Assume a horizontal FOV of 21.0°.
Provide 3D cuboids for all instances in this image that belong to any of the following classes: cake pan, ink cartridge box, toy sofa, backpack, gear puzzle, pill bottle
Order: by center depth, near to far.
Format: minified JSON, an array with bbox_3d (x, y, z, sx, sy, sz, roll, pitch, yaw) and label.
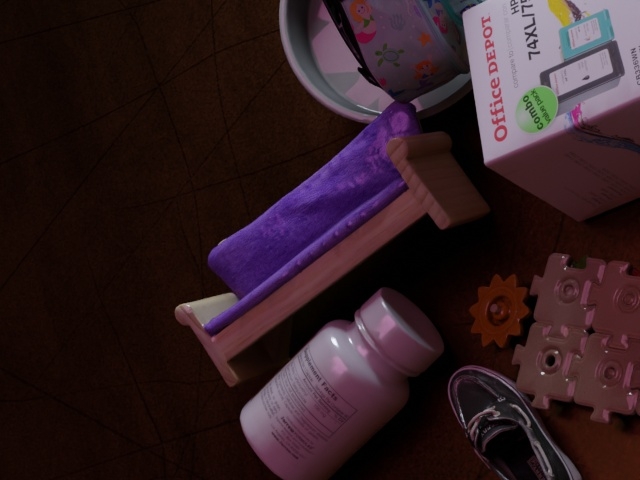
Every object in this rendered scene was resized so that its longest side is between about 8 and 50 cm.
[{"bbox_3d":[0.321,-0.177,1.811,0.270,0.197,0.198,-24,59,32],"label":"ink cartridge box"},{"bbox_3d":[0.291,0.104,1.839,0.339,0.044,0.175,8,80,45],"label":"gear puzzle"},{"bbox_3d":[0.088,-0.287,1.943,0.191,0.225,0.253,-21,87,12],"label":"backpack"},{"bbox_3d":[0.027,0.166,1.976,0.229,0.131,0.131,-45,49,18],"label":"pill bottle"},{"bbox_3d":[0.000,0.000,2.012,0.362,0.150,0.177,-37,81,24],"label":"toy sofa"},{"bbox_3d":[0.095,-0.278,2.086,0.293,0.054,0.293,-3,81,20],"label":"cake pan"}]

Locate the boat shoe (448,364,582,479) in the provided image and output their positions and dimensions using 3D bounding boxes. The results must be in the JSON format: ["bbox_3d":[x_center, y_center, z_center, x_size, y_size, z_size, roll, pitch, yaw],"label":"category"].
[{"bbox_3d":[0.199,0.206,1.852,0.078,0.070,0.219,-52,48,12],"label":"boat shoe"}]
